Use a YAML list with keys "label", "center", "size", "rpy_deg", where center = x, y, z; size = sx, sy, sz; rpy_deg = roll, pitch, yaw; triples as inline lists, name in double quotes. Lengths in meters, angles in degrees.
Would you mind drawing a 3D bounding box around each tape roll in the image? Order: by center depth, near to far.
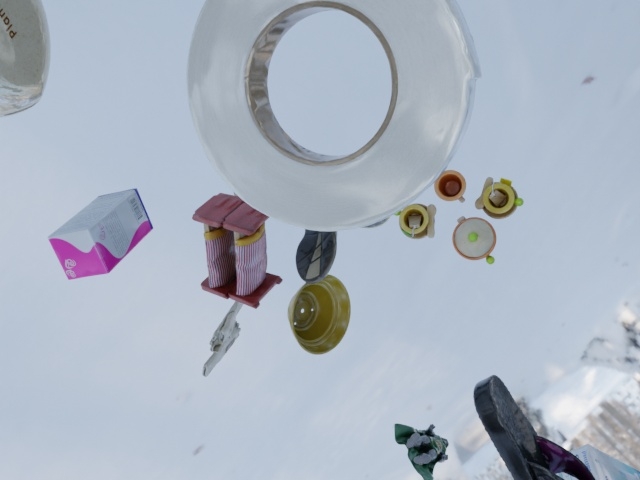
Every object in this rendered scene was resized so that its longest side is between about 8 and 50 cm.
- label: "tape roll"
  center: [0.010, -0.205, 0.932]
  size: [0.392, 0.392, 0.072]
  rpy_deg: [-54, 172, 22]

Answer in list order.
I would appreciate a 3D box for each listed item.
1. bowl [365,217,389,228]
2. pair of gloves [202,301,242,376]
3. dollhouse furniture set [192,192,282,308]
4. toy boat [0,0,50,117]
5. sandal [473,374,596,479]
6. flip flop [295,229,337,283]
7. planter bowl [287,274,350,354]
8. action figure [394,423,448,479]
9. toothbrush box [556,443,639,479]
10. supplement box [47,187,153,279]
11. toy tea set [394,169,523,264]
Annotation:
- label: "bowl"
  center: [0.103, -0.098, 1.875]
  size: [0.170, 0.170, 0.080]
  rpy_deg: [-30, 171, -25]
- label: "pair of gloves"
  center: [-0.287, 0.291, 2.162]
  size: [0.204, 0.042, 0.240]
  rpy_deg: [-58, 171, -46]
- label: "dollhouse furniture set"
  center: [-0.120, -0.047, 1.599]
  size: [0.374, 0.152, 0.201]
  rpy_deg: [-49, 146, -47]
- label: "toy boat"
  center: [-0.392, -0.300, 0.834]
  size: [0.267, 0.148, 0.318]
  rpy_deg: [80, 25, -46]
- label: "sandal"
  center: [0.444, 0.447, 1.338]
  size: [0.107, 0.446, 0.167]
  rpy_deg: [-30, -171, 25]
- label: "flip flop"
  center: [0.000, 0.000, 1.832]
  size: [0.112, 0.277, 0.080]
  rpy_deg: [-18, 133, 18]
- label: "planter bowl"
  center: [-0.024, 0.196, 1.919]
  size: [0.217, 0.090, 0.217]
  rpy_deg: [-3, 95, -43]
- label: "action figure"
  center: [0.240, 0.453, 1.549]
  size: [0.063, 0.137, 0.232]
  rpy_deg: [-30, 160, 15]
- label: "toothbrush box"
  center: [0.772, 0.700, 1.874]
  size: [0.295, 0.216, 0.126]
  rpy_deg: [31, 127, -31]
- label: "supplement box"
  center: [-0.485, -0.017, 1.578]
  size: [0.220, 0.113, 0.111]
  rpy_deg: [-64, 140, -60]
- label: "toy tea set"
  center: [0.275, -0.079, 1.597]
  size: [0.124, 0.336, 0.200]
  rpy_deg: [15, 93, -72]
